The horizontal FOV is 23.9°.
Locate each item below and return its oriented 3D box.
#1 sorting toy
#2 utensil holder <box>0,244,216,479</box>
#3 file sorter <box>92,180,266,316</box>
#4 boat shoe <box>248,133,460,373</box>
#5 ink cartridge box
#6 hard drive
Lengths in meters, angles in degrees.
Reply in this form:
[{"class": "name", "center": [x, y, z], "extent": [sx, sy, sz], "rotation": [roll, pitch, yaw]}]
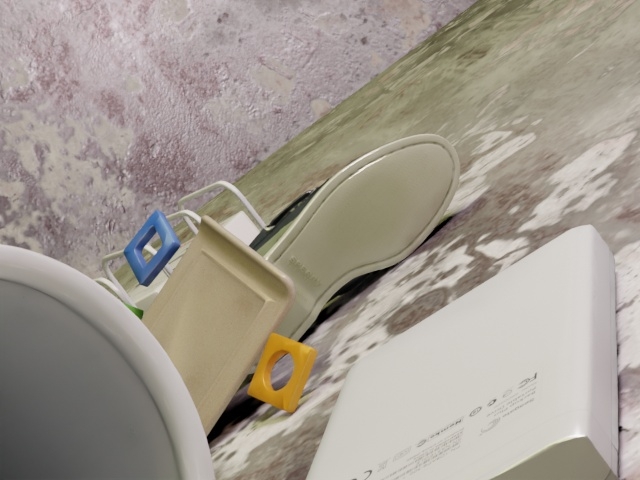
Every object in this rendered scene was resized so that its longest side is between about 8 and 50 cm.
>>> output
[{"class": "sorting toy", "center": [-0.109, 0.095, 1.508], "extent": [0.347, 0.047, 0.196], "rotation": [35, 97, 49]}, {"class": "utensil holder", "center": [-0.321, 0.225, 1.125], "extent": [0.385, 0.328, 0.327], "rotation": [-30, 11, 39]}, {"class": "file sorter", "center": [-0.183, 0.079, 1.781], "extent": [0.277, 0.173, 0.193], "rotation": [-40, 11, -26]}, {"class": "boat shoe", "center": [0.002, 0.003, 1.635], "extent": [0.340, 0.127, 0.113], "rotation": [-47, 23, -7]}, {"class": "ink cartridge box", "center": [-0.183, 0.069, 2.070], "extent": [0.158, 0.092, 0.218], "rotation": [-27, 12, 43]}, {"class": "hard drive", "center": [0.091, 0.118, 1.010], "extent": [0.233, 0.047, 0.353], "rotation": [-33, 11, 19]}]
